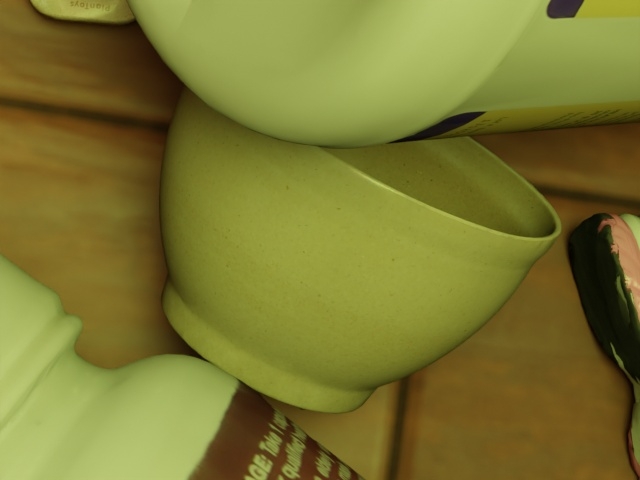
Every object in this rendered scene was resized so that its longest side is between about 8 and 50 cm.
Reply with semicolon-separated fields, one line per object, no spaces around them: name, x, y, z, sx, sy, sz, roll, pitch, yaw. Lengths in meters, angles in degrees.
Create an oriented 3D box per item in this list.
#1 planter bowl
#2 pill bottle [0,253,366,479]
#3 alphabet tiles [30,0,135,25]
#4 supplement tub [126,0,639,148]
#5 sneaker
planter bowl;0.000;0.000;0.657;0.162;0.162;0.109;28;107;-6
pill bottle;-0.039;0.184;0.583;0.392;0.224;0.224;38;79;-4
alphabet tiles;-0.038;-0.228;0.732;0.284;0.021;0.278;4;83;-10
supplement tub;0.108;-0.161;0.593;0.331;0.241;0.241;-7;84;-38
sneaker;0.177;0.065;0.712;0.077;0.072;0.178;-15;88;-13
